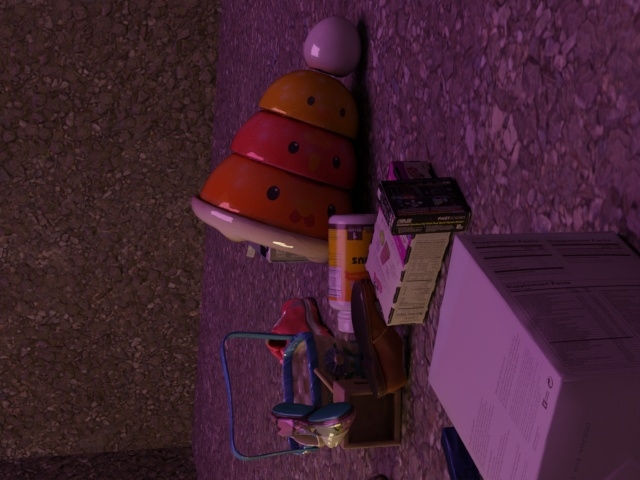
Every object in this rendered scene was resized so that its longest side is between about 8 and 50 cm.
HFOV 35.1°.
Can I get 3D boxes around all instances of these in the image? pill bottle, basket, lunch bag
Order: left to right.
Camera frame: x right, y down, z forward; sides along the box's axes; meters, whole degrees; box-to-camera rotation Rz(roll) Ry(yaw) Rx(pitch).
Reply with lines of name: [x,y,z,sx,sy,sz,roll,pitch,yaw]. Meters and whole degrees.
basket: [-0.048,0.297,2.001,0.201,0.288,0.255,118,146,-63]
pill bottle: [0.073,0.059,1.870,0.117,0.117,0.215,-168,77,-74]
lunch bag: [0.215,0.309,1.466,0.067,0.065,0.098,84,175,-61]

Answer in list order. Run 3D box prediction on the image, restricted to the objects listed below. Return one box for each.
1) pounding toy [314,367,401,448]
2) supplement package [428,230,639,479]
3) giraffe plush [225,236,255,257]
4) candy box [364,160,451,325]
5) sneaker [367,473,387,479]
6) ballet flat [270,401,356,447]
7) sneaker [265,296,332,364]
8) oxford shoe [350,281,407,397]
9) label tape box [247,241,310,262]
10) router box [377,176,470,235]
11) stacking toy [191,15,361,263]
pounding toy: [0.066,0.305,1.865,0.100,0.141,0.130,-156,66,-74]
supplement package: [0.257,0.137,1.040,0.263,0.198,0.199,-117,29,-57]
giraffe plush: [-0.148,-0.084,2.608,0.210,0.181,0.170,-51,28,42]
candy box: [0.145,0.006,1.689,0.159,0.071,0.233,-107,23,-46]
sneaker: [0.103,0.488,1.941,0.158,0.061,0.065,120,173,-61]
ballet flat: [-0.004,0.332,1.812,0.221,0.077,0.079,-10,104,48]
sneaker: [-0.068,0.211,2.366,0.314,0.136,0.116,-131,43,-67]
oxford shoe: [0.104,0.167,1.786,0.076,0.076,0.212,-150,44,-70]
label tape box: [-0.095,-0.141,2.347,0.249,0.115,0.348,-147,55,-72]
router box: [0.156,-0.053,1.546,0.092,0.122,0.038,-107,18,-48]
stacking toy: [-0.039,-0.221,2.032,0.350,0.350,0.480,-145,71,-72]
